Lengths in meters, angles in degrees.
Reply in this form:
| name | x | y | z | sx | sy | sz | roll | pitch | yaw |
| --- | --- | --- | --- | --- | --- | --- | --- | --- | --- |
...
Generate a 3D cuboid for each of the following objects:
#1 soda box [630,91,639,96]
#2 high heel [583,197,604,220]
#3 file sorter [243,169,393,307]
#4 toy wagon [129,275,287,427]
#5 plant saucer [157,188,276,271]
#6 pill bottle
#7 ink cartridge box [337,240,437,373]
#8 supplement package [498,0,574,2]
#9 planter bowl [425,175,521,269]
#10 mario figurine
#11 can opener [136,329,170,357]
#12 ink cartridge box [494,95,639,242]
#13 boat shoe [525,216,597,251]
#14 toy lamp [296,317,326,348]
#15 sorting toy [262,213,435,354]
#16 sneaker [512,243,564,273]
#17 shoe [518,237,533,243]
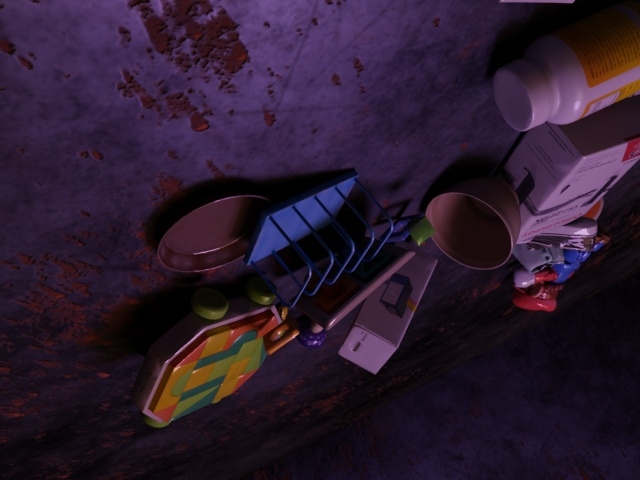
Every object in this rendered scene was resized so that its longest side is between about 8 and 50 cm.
| name | x | y | z | sx | sy | sz | roll | pitch | yaw |
| --- | --- | --- | --- | --- | --- | --- | --- | --- | --- |
| soda box | 0.445 | -0.248 | 0.886 | 0.168 | 0.053 | 0.060 | -18 | 153 | -19 |
| high heel | 0.576 | -0.038 | 1.428 | 0.244 | 0.082 | 0.117 | -39 | -175 | -6 |
| file sorter | 0.000 | 0.000 | 0.808 | 0.170 | 0.104 | 0.118 | -27 | 158 | -35 |
| toy wagon | -0.158 | 0.184 | 0.999 | 0.344 | 0.068 | 0.267 | -10 | 136 | -53 |
| plant saucer | -0.138 | -0.016 | 0.770 | 0.168 | 0.029 | 0.168 | -22 | 154 | -12 |
| pill bottle | 0.337 | -0.222 | 0.750 | 0.208 | 0.118 | 0.118 | -25 | 155 | -6 |
| ink cartridge box | 0.127 | 0.128 | 1.115 | 0.212 | 0.093 | 0.154 | -56 | 172 | -33 |
| supplement package | 0.201 | -0.302 | 0.472 | 0.105 | 0.105 | 0.179 | -14 | 152 | -29 |
| planter bowl | 0.281 | -0.046 | 1.014 | 0.109 | 0.162 | 0.162 | -44 | 166 | -32 |
| mario figurine | 0.657 | 0.064 | 1.672 | 0.198 | 0.170 | 0.321 | 26 | 119 | -16 |
| can opener | -0.228 | 0.173 | 1.027 | 0.186 | 0.073 | 0.059 | -7 | 109 | -44 |
| ink cartridge box | 0.434 | -0.127 | 1.035 | 0.196 | 0.114 | 0.273 | -18 | 155 | -21 |
| boat shoe | 0.447 | -0.012 | 1.191 | 0.078 | 0.219 | 0.070 | -46 | 136 | -55 |
| toy lamp | 0.026 | 0.125 | 1.154 | 0.080 | 0.080 | 0.275 | -12 | 154 | -31 |
| sorting toy | 0.037 | 0.054 | 0.936 | 0.347 | 0.047 | 0.196 | -40 | -164 | -12 |
| sneaker | 0.514 | -0.035 | 1.248 | 0.094 | 0.151 | 0.256 | -6 | 146 | -37 |
| shoe | 0.328 | -0.014 | 1.157 | 0.177 | 0.064 | 0.081 | 7 | 152 | -7 |
